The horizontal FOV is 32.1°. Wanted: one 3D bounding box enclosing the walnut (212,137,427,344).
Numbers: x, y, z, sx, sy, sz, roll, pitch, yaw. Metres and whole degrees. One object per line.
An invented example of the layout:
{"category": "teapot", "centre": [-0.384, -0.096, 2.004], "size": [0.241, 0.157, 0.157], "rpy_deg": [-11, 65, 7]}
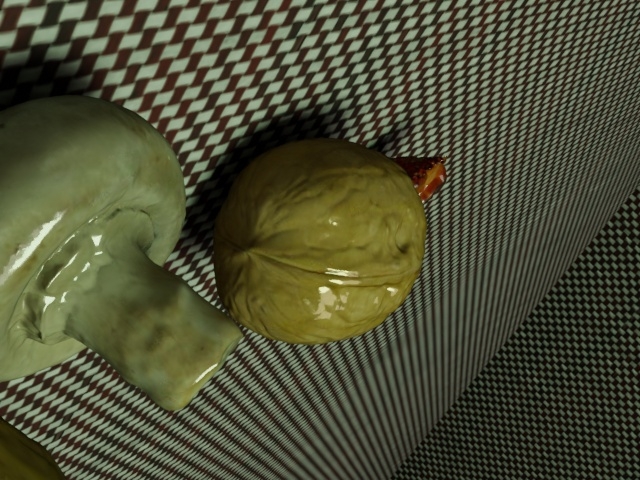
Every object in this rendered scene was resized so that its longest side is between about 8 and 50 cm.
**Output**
{"category": "walnut", "centre": [0.000, 0.000, 1.021], "size": [0.193, 0.193, 0.226], "rpy_deg": [-50, 159, 17]}

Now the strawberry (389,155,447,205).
{"category": "strawberry", "centre": [0.044, -0.029, 1.203], "size": [0.140, 0.085, 0.192], "rpy_deg": [-19, 148, -52]}

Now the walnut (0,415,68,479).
{"category": "walnut", "centre": [-0.291, 0.210, 0.669], "size": [0.333, 0.333, 0.333], "rpy_deg": [-39, 162, -16]}

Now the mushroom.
{"category": "mushroom", "centre": [-0.165, 0.024, 0.700], "size": [0.206, 0.209, 0.206], "rpy_deg": [-22, 177, -1]}
